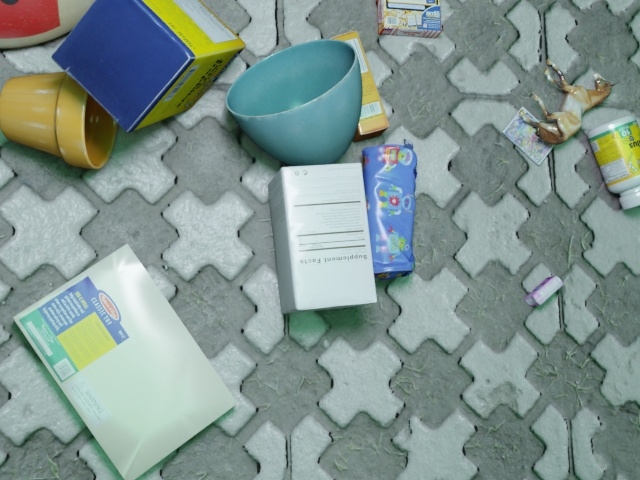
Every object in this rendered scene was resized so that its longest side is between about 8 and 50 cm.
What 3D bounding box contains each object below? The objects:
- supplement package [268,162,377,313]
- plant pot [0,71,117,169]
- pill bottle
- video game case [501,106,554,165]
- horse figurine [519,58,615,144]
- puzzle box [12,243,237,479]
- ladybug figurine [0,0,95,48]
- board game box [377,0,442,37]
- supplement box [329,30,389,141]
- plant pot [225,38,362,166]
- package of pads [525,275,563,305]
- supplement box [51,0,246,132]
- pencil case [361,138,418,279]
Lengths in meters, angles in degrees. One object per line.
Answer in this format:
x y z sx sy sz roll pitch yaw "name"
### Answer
0.000 0.000 1.699 0.175 0.177 0.293 -4 84 -14 "supplement package"
-0.530 -0.255 1.612 0.187 0.205 0.205 7 81 3 "plant pot"
0.734 -0.185 1.928 0.117 0.117 0.209 -19 87 -15 "pill bottle"
0.508 -0.253 1.939 0.122 0.011 0.087 41 76 -5 "video game case"
0.588 -0.323 1.935 0.174 0.066 0.263 34 68 -9 "horse figurine"
-0.394 0.246 1.638 0.272 0.052 0.409 -34 91 -15 "puzzle box"
-0.670 -0.552 1.626 0.449 0.162 0.305 -9 85 -14 "ladybug figurine"
0.209 -0.583 1.897 0.146 0.045 0.194 1 82 -13 "board game box"
0.080 -0.349 1.818 0.080 0.078 0.234 -15 86 -12 "supplement box"
-0.032 -0.267 1.704 0.290 0.290 0.195 -35 127 -15 "plant pot"
0.522 0.119 1.871 0.083 0.050 0.032 -38 92 -15 "package of pads"
-0.318 -0.369 1.563 0.194 0.356 0.195 45 110 -4 "supplement box"
0.154 -0.065 1.775 0.133 0.119 0.306 4 82 -15 "pencil case"
